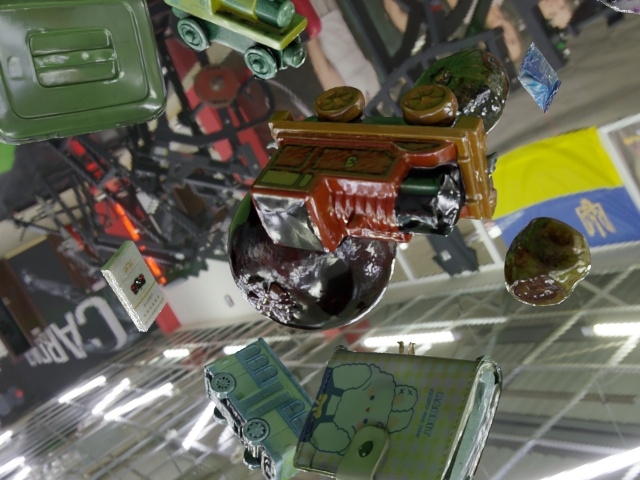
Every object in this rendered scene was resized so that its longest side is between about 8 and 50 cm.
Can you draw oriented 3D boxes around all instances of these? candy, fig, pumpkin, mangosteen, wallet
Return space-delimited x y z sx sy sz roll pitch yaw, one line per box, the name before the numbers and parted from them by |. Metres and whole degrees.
candy | 0.472 -0.350 1.480 0.038 0.136 0.088 19 -105 54
fig | 0.398 0.034 1.188 0.144 0.154 0.166 -1 -176 42
pumpkin | 0.292 -0.298 1.453 0.224 0.157 0.223 -26 -139 25
mangosteen | 0.000 0.000 1.250 0.307 0.307 0.347 -23 -161 50
wallet | 0.101 0.261 1.009 0.310 0.077 0.223 -7 -128 49

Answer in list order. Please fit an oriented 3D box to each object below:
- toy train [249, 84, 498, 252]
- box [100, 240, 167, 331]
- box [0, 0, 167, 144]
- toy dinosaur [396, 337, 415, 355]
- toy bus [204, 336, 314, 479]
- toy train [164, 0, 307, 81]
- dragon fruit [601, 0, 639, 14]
toy train | 0.058 -0.092 0.967 0.369 0.163 0.231 8 -129 31
box | -0.369 0.092 1.371 0.024 0.166 0.090 -1 -141 26
box | -0.467 -0.313 1.214 0.329 0.252 0.178 -19 -163 -39
toy dinosaur | 0.160 0.243 1.248 0.039 0.126 0.162 -3 170 4
toy bus | -0.126 0.401 1.607 0.190 0.312 0.152 -24 142 -28
toy train | -0.190 -0.522 1.556 0.150 0.369 0.237 -52 159 -30
dragon fruit | 0.478 -0.426 0.824 0.221 0.203 0.283 3 160 -16
